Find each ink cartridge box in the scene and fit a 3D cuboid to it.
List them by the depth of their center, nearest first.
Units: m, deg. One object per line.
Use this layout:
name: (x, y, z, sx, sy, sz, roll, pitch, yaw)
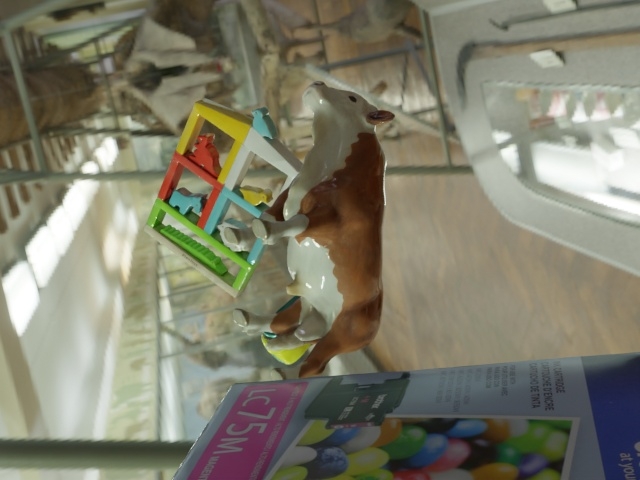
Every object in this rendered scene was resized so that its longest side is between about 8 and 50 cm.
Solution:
ink cartridge box: (0.078, 0.126, 0.465, 0.186, 0.311, 0.065, -57, -39, -69)

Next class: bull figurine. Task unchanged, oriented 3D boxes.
bull figurine: (0.000, 0.000, 0.916, 0.101, 0.188, 0.310, 25, 132, 45)

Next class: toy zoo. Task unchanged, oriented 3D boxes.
toy zoo: (-0.141, -0.078, 1.341, 0.030, 0.192, 0.293, -37, -21, -57)

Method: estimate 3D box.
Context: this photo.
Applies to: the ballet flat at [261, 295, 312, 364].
ballet flat: (0.006, 0.086, 1.274, 0.077, 0.231, 0.077, 14, 141, 46)
